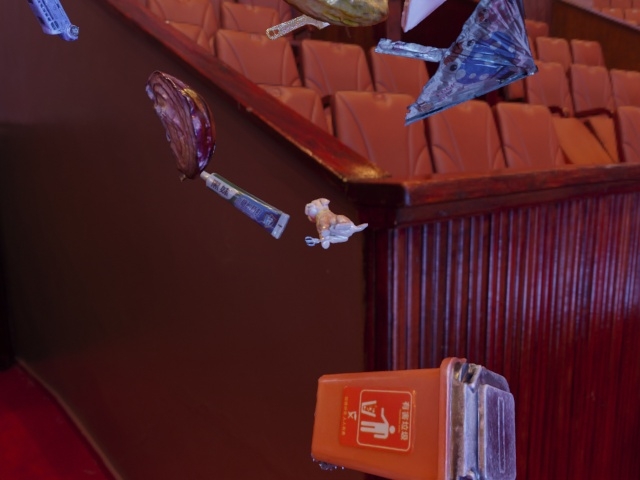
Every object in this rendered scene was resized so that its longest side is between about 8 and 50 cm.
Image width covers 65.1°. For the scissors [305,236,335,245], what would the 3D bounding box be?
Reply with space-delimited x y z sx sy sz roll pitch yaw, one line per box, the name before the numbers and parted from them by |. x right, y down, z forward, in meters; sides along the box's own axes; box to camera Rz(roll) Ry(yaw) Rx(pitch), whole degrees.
scissors | 0.000 0.000 1.313 0.083 0.006 0.036 -4 37 -20

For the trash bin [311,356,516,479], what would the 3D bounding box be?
trash bin | 0.123 0.242 0.653 0.239 0.161 0.184 -10 -26 38

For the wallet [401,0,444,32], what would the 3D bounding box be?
wallet | 0.217 -0.489 0.961 0.183 0.032 0.124 -44 -17 -18

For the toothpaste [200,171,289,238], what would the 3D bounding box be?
toothpaste | -0.289 -0.146 1.831 0.392 0.098 0.061 33 18 14

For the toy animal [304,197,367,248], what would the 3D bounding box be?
toy animal | 0.047 -0.080 1.775 0.184 0.104 0.185 -15 42 -20

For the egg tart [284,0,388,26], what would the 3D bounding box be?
egg tart | -0.030 -0.603 1.008 0.443 0.178 0.443 23 34 -17

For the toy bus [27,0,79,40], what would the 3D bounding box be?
toy bus | -0.735 -0.619 1.361 0.073 0.167 0.076 25 56 32

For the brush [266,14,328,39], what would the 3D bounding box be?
brush | -0.077 -0.788 1.811 0.272 0.103 0.013 -30 16 -16

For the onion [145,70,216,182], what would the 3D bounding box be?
onion | -0.355 -0.321 1.399 0.146 0.314 0.280 -23 25 -29

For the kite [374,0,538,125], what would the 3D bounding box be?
kite | 0.278 -0.359 0.979 0.369 0.014 0.406 2 -29 -19
